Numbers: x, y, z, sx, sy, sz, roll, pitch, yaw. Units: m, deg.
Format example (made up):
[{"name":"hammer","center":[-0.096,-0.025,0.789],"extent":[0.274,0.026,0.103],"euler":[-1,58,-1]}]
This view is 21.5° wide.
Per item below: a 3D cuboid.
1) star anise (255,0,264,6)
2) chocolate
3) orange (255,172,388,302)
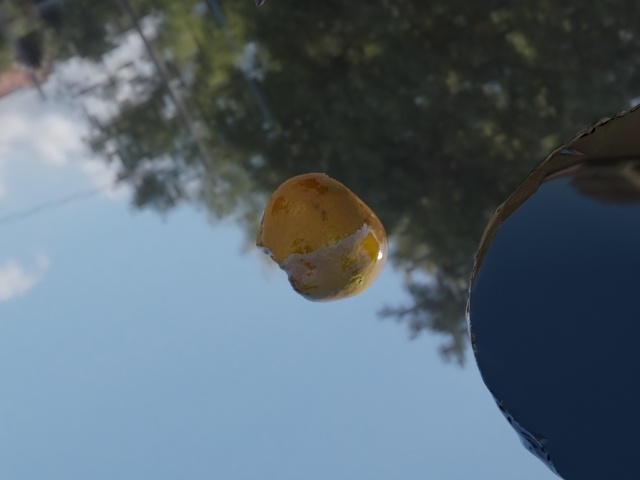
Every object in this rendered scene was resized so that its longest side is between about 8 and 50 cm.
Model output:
[{"name":"star anise","center":[-0.063,-0.359,2.000],"extent":[0.168,0.168,0.057],"euler":[-27,-147,-5]},{"name":"chocolate","center":[0.222,0.028,1.102],"extent":[0.283,0.283,0.186],"euler":[-24,-166,6]},{"name":"orange","center":[0.000,0.000,1.927],"extent":[0.134,0.156,0.156],"euler":[-41,-162,-18]}]
